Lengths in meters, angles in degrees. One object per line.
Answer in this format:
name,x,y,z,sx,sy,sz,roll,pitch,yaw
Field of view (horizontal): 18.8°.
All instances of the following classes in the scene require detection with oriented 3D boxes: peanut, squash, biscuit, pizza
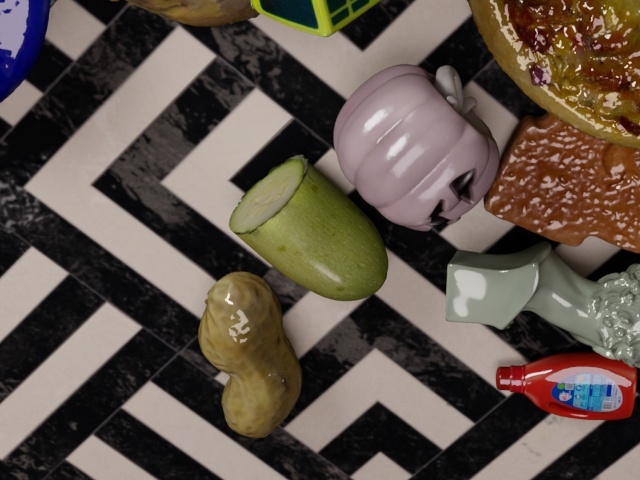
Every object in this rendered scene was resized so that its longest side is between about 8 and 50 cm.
peanut,-0.081,0.138,2.259,0.103,0.098,0.229,17,132,42
squash,0.000,0.000,2.163,0.123,0.123,0.186,-39,118,22
biscuit,0.324,-0.091,2.130,0.306,0.043,0.284,-17,117,13
pizza,0.305,-0.216,2.000,0.289,0.081,0.229,37,113,0

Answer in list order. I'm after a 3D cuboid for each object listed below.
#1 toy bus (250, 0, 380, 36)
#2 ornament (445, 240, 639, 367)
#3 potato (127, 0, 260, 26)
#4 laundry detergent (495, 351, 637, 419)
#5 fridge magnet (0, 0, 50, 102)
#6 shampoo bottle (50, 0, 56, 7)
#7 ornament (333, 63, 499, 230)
toy bus,0.047,-0.319,1.878,0.262,0.128,0.150,-37,131,-27
ornament,0.278,0.066,2.183,0.285,0.130,0.120,13,108,-6
potato,-0.138,-0.324,1.916,0.266,0.229,0.229,26,119,-19
laundry detergent,0.291,0.173,2.298,0.165,0.049,0.097,3,126,3
fridge magnet,-0.389,-0.255,1.975,0.265,0.112,0.265,5,102,24
shampoo bottle,-0.349,-0.221,2.065,0.063,0.057,0.207,32,120,-30
ornament,0.107,-0.104,2.057,0.177,0.177,0.177,1,122,1
